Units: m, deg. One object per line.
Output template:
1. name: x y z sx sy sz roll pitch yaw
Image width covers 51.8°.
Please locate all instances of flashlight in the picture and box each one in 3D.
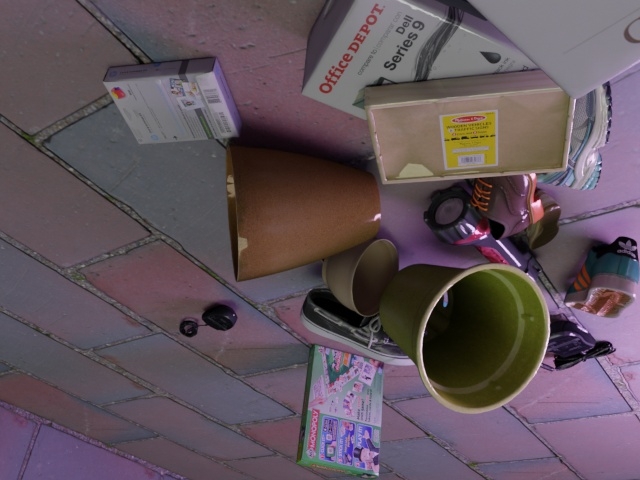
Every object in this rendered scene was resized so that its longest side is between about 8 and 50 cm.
1. flashlight: 0.318 0.015 1.283 0.103 0.103 0.304 9 157 46

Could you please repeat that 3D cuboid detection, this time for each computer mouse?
1. computer mouse: 0.581 0.255 1.617 0.262 0.060 0.184 20 140 -37
2. computer mouse: -0.294 0.210 1.718 0.242 0.041 0.071 -21 128 43

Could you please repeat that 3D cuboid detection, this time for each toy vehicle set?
1. toy vehicle set: 0.204 -0.151 0.908 0.267 0.035 0.166 -3 145 12

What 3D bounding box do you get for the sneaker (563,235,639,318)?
1. sneaker: 0.575 0.078 1.330 0.108 0.121 0.302 19 168 10

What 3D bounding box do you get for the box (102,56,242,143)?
1. box: -0.239 -0.225 1.086 0.186 0.038 0.145 -3 143 12

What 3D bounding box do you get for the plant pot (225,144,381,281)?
1. plant pot: -0.031 -0.057 1.161 0.254 0.237 0.237 -5 146 -11

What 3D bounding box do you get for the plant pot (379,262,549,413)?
1. plant pot: 0.247 0.156 1.275 0.276 0.276 0.254 24 179 -23

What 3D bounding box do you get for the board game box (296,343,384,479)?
1. board game box: 0.059 0.450 1.749 0.214 0.317 0.046 17 144 -13

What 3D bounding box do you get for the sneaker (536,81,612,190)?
1. sneaker: 0.369 -0.172 1.004 0.122 0.110 0.283 0 144 15

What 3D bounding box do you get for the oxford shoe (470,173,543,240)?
1. oxford shoe: 0.297 -0.088 1.100 0.098 0.097 0.271 -39 135 1

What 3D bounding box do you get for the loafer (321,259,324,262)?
1. loafer: 0.000 0.000 1.362 0.045 0.039 0.125 -5 143 17

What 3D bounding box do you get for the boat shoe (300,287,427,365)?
1. boat shoe: 0.111 0.176 1.428 0.306 0.113 0.105 22 143 3

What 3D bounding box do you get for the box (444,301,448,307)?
1. box: 0.194 0.152 1.527 0.244 0.060 0.100 28 140 -27

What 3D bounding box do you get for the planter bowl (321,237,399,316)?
1. planter bowl: 0.073 0.064 1.363 0.109 0.162 0.162 16 155 38

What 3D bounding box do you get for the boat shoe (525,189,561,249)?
1. boat shoe: 0.416 -0.036 1.247 0.056 0.048 0.153 -23 148 -1

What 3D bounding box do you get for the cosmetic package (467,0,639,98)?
1. cosmetic package: 0.212 -0.403 0.512 0.394 0.327 0.329 29 139 -30

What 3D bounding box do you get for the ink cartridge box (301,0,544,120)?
1. ink cartridge box: 0.143 -0.253 0.909 0.289 0.121 0.211 18 144 -16
